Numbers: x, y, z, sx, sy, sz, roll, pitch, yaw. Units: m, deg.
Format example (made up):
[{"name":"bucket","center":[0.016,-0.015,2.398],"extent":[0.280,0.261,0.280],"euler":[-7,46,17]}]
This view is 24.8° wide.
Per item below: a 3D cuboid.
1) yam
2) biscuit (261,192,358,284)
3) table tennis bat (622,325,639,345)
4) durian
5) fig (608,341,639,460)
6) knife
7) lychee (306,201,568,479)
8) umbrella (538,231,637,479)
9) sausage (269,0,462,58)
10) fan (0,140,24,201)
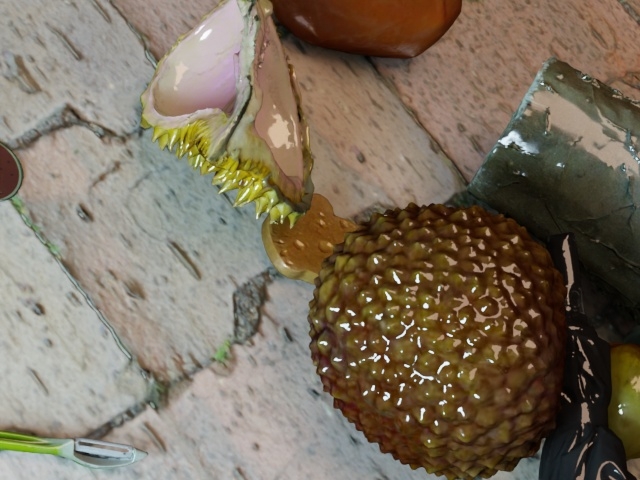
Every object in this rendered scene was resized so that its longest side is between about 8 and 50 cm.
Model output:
[{"name":"yam","center":[0.350,-0.044,1.704],"extent":[0.348,0.241,0.241],"euler":[37,43,-1]},{"name":"biscuit","center":[-0.001,0.001,1.555],"extent":[0.140,0.023,0.118],"euler":[15,47,-26]},{"name":"table tennis bat","center":[0.437,0.183,1.663],"extent":[0.244,0.153,0.040],"euler":[48,67,-22]},{"name":"durian","center":[-0.070,-0.117,1.504],"extent":[0.195,0.185,0.305],"euler":[40,26,-35]},{"name":"fig","center":[0.339,0.169,1.590],"extent":[0.136,0.121,0.153],"euler":[20,22,26]},{"name":"knife","center":[-0.235,0.177,1.244],"extent":[0.184,0.026,0.022],"euler":[12,11,-26]},{"name":"lychee","center":[0.112,0.095,1.410],"extent":[0.267,0.267,0.267],"euler":[20,47,-23]},{"name":"umbrella","center":[0.265,0.156,1.504],"extent":[0.118,0.118,0.340],"euler":[10,68,-30]},{"name":"sausage","center":[0.052,-0.306,1.754],"extent":[0.268,0.141,0.153],"euler":[5,54,-37]},{"name":"fan","center":[-0.342,-0.069,1.375],"extent":[0.133,0.005,0.085],"euler":[-7,62,-41]}]
